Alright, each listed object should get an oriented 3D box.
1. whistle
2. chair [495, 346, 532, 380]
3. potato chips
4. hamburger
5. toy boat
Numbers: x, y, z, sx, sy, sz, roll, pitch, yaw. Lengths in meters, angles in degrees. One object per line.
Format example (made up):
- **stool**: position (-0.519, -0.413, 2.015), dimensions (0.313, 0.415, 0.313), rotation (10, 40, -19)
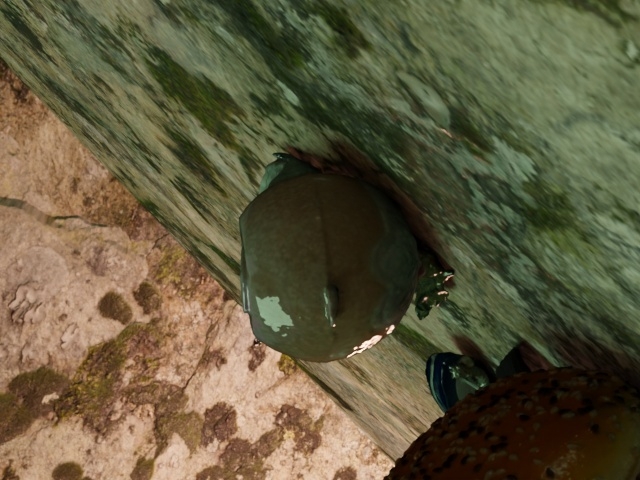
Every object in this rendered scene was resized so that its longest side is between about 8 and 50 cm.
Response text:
- **whistle**: position (0.000, 0.000, 1.341), dimensions (0.189, 0.189, 0.348), rotation (48, -172, -22)
- **chair**: position (0.226, 0.229, 1.350), dimensions (0.221, 0.145, 0.140), rotation (44, 171, 8)
- **potato chips**: position (0.094, 0.033, 1.412), dimensions (0.092, 0.028, 0.207), rotation (44, 170, 7)
- **hamburger**: position (0.169, 0.224, 1.145), dimensions (0.176, 0.300, 0.300), rotation (58, 168, -13)
- **toy boat**: position (0.235, 0.229, 1.570), dimensions (0.292, 0.070, 0.210), rotation (37, 172, 22)
